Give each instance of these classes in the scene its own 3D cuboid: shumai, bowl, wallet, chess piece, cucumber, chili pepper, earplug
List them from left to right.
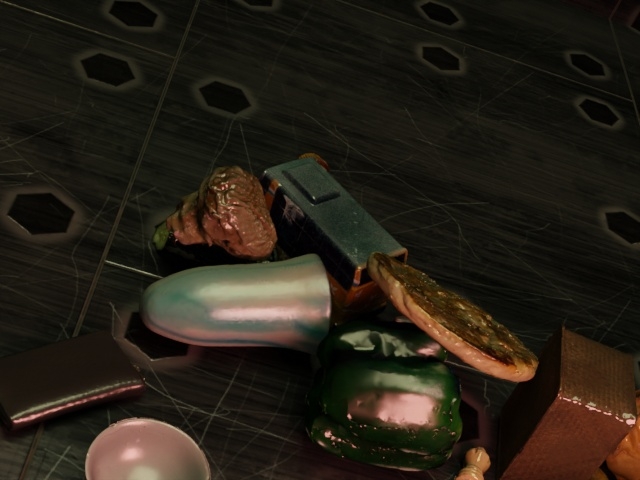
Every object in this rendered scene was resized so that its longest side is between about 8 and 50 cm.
[{"bbox_3d":[-0.417,0.222,1.671,0.250,0.044,0.149,-14,48,-37],"label":"wallet"},{"bbox_3d":[-0.267,0.366,1.546,0.189,0.086,0.189,15,40,-13],"label":"bowl"},{"bbox_3d":[-0.186,-0.035,1.889,0.206,0.176,0.166,47,29,-47],"label":"shumai"},{"bbox_3d":[-0.195,0.028,1.985,0.265,0.077,0.077,22,39,-6],"label":"cucumber"},{"bbox_3d":[-0.159,0.120,1.831,0.324,0.185,0.185,-2,45,-19],"label":"earplug"},{"bbox_3d":[0.107,0.267,1.750,0.257,0.233,0.248,7,25,-10],"label":"chili pepper"},{"bbox_3d":[0.256,0.419,1.777,0.060,0.060,0.172,28,36,5],"label":"chess piece"}]

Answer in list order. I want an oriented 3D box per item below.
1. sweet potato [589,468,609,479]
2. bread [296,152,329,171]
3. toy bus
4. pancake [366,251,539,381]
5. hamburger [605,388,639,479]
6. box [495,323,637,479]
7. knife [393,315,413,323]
[{"bbox_3d":[0.510,0.493,1.818,0.068,0.068,0.226,-6,61,-32],"label":"sweet potato"},{"bbox_3d":[-0.021,-0.147,2.261,0.085,0.085,0.053,-5,39,-31],"label":"bread"},{"bbox_3d":[0.000,0.000,2.014,0.162,0.194,0.323,-20,57,-40],"label":"toy bus"},{"bbox_3d":[0.231,0.134,1.808,0.356,0.065,0.356,30,12,-7],"label":"pancake"},{"bbox_3d":[0.665,0.356,1.871,0.260,0.283,0.144,33,48,0],"label":"hamburger"},{"bbox_3d":[0.426,0.310,1.811,0.143,0.273,0.184,21,39,-3],"label":"box"},{"bbox_3d":[0.260,0.172,2.088,0.247,0.018,0.035,7,39,-22],"label":"knife"}]
